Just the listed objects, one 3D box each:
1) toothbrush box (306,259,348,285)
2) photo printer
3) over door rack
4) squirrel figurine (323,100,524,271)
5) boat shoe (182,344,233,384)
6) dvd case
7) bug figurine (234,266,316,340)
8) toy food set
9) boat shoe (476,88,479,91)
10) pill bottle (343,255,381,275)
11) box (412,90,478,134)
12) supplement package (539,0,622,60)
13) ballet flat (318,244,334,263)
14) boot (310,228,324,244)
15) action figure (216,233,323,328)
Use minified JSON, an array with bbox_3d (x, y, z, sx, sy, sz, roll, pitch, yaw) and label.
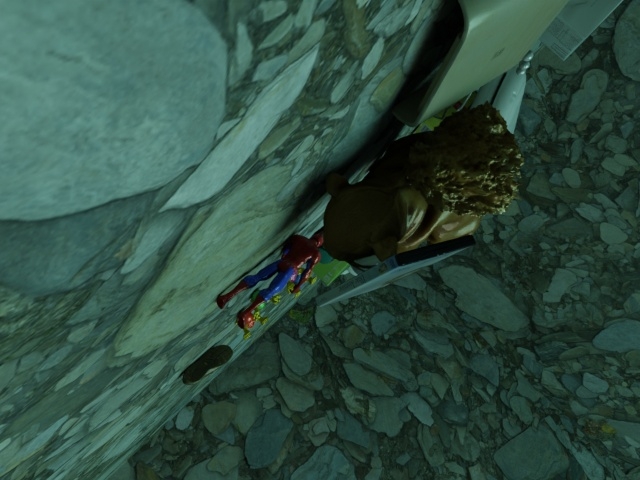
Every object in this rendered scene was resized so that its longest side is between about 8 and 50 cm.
[{"bbox_3d":[0.104,-0.004,1.631,0.283,0.122,0.206,-48,172,32],"label":"toothbrush box"},{"bbox_3d":[0.462,-0.304,1.299,0.255,0.107,0.307,-61,157,-21],"label":"photo printer"},{"bbox_3d":[0.375,-0.374,1.036,0.324,0.108,0.239,-47,173,21],"label":"over door rack"},{"bbox_3d":[0.180,-0.102,0.917,0.371,0.280,0.397,-19,165,-45],"label":"squirrel figurine"},{"bbox_3d":[-0.347,0.379,1.458,0.178,0.064,0.060,-31,171,-44],"label":"boat shoe"},{"bbox_3d":[0.125,0.057,0.843,0.181,0.022,0.253,-12,165,-35],"label":"dvd case"},{"bbox_3d":[-0.128,0.153,1.350,0.279,0.072,0.216,-37,165,-24],"label":"bug figurine"},{"bbox_3d":[0.229,-0.305,0.695,0.220,0.092,0.306,-32,170,-11],"label":"toy food set"},{"bbox_3d":[0.466,-0.394,1.600,0.301,0.108,0.102,-54,171,13],"label":"boat shoe"},{"bbox_3d":[0.188,0.040,1.828,0.319,0.176,0.176,-15,-169,31],"label":"pill bottle"},{"bbox_3d":[0.338,-0.335,1.283,0.232,0.058,0.087,-41,174,-33],"label":"box"},{"bbox_3d":[0.815,-0.718,1.504,0.194,0.149,0.203,-46,174,8],"label":"supplement package"},{"bbox_3d":[0.031,0.015,1.506,0.070,0.070,0.188,-43,170,-25],"label":"ballet flat"},{"bbox_3d":[0.000,0.000,1.346,0.114,0.037,0.106,-44,162,-46],"label":"boot"},{"bbox_3d":[-0.094,0.084,1.024,0.280,0.091,0.139,-40,166,-32],"label":"action figure"}]
